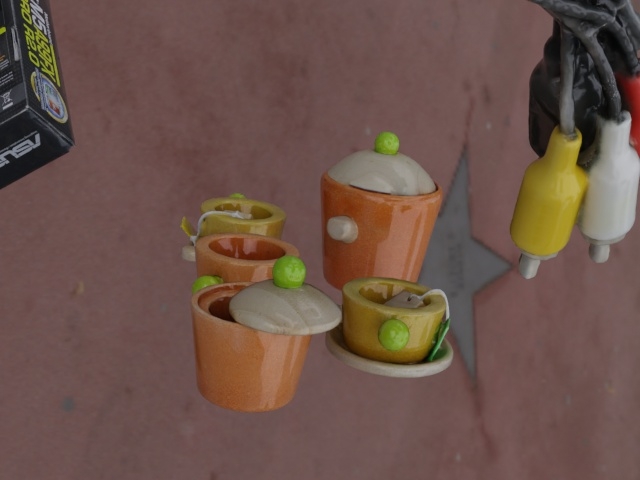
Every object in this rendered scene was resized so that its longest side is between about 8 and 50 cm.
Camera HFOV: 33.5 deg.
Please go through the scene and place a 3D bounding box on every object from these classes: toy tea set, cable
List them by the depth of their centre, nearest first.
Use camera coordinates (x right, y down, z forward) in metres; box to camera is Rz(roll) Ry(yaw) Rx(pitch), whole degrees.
[{"bbox_3d":[0.143,-0.088,0.512,0.139,0.072,0.287,-32,150,-7],"label":"cable"},{"bbox_3d":[0.000,0.000,0.735,0.336,0.200,0.124,-103,-161,-72],"label":"toy tea set"}]

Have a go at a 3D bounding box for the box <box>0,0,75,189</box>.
[{"bbox_3d":[-0.333,-0.105,0.842,0.060,0.270,0.216,48,19,-53],"label":"box"}]
